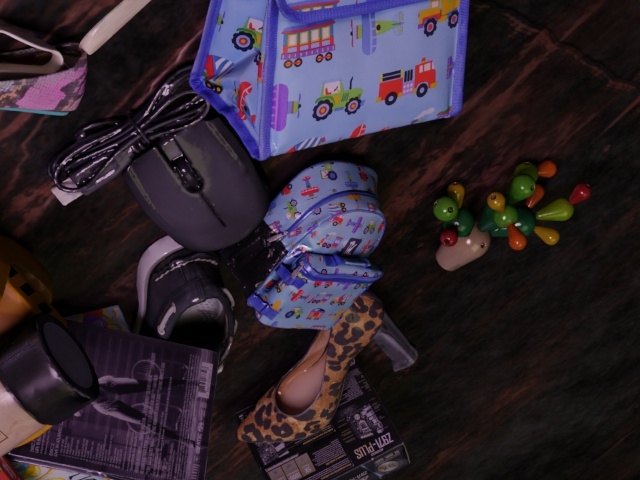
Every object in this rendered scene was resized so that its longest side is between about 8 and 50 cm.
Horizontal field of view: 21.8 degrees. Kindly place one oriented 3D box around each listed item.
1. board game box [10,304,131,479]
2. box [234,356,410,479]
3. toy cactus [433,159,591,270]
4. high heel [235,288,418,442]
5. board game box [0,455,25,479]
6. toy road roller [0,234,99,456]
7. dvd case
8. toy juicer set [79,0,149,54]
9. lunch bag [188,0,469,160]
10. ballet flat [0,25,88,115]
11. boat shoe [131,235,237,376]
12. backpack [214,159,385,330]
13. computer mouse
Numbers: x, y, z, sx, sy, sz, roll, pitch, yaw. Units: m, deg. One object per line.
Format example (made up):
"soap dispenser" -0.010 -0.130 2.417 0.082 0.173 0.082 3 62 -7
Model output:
"board game box" -0.326 0.191 1.762 0.275 0.142 0.144 -13 147 -26
"box" 0.002 0.257 2.154 0.180 0.147 0.077 -27 151 -5
"toy cactus" 0.208 -0.015 1.974 0.219 0.112 0.180 -14 158 -41
"high heel" -0.025 0.150 2.045 0.261 0.093 0.186 -31 140 8
"board game box" -0.429 0.281 1.654 0.281 0.027 0.145 -15 145 4
"toy road roller" -0.363 0.061 1.522 0.202 0.240 0.329 -35 113 10
"dvd case" -0.220 0.167 1.710 0.221 0.164 0.018 13 147 -13
"toy juicer set" -0.118 -0.315 1.227 0.209 0.089 0.329 -33 150 -27
"lunch bag" 0.025 -0.242 1.441 0.221 0.138 0.293 -15 134 -29
"ballet flat" -0.286 -0.140 1.363 0.221 0.077 0.079 -8 126 -42
"boat shoe" -0.149 0.109 1.842 0.114 0.091 0.302 -23 150 -11
"backpack" 0.000 0.000 1.781 0.173 0.117 0.158 -46 148 22
"computer mouse" -0.128 -0.051 1.630 0.188 0.072 0.272 -34 151 7
